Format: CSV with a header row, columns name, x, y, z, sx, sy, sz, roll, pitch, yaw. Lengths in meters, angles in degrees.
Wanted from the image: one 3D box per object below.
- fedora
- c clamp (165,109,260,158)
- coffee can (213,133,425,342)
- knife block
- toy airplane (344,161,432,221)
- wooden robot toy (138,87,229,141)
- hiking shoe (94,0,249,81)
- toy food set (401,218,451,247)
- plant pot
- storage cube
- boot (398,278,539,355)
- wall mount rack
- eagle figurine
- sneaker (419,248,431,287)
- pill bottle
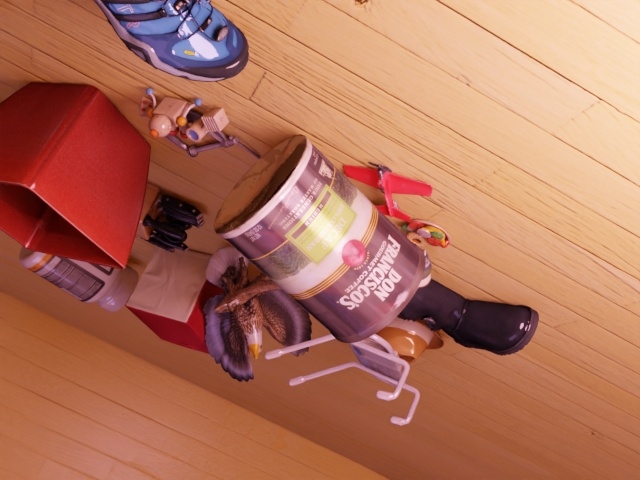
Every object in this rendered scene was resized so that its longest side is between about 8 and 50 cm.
name,x,y,z,sx,sy,sz,roll,pitch,yaw
fedora,0.174,0.223,1.823,0.194,0.079,0.194,20,157,9
c clamp,-0.200,-0.169,1.391,0.160,0.022,0.137,0,148,44
coffee can,0.000,0.000,1.290,0.275,0.201,0.201,42,152,-22
knife block,-0.382,-0.077,1.693,0.242,0.088,0.275,-2,146,46
toy airplane,0.104,-0.075,1.293,0.151,0.028,0.151,22,158,9
wooden robot toy,-0.235,-0.181,1.303,0.173,0.079,0.076,15,138,21
hiking shoe,-0.205,-0.300,0.984,0.304,0.113,0.132,33,157,-22
toy food set,0.177,-0.010,1.377,0.083,0.020,0.082,13,155,25
plant pot,-0.459,-0.130,1.454,0.267,0.236,0.267,8,153,31
storage cube,-0.321,0.142,1.994,0.215,0.184,0.193,13,155,25
boot,0.249,0.128,1.515,0.207,0.094,0.246,28,164,-19
wall mount rack,0.059,0.289,1.823,0.304,0.130,0.350,19,159,22
eagle figurine,-0.153,0.175,1.845,0.226,0.225,0.298,17,156,15
sneaker,0.108,0.019,1.464,0.192,0.064,0.086,18,149,13
pill bottle,-0.623,0.064,2.145,0.162,0.162,0.278,-4,144,49
